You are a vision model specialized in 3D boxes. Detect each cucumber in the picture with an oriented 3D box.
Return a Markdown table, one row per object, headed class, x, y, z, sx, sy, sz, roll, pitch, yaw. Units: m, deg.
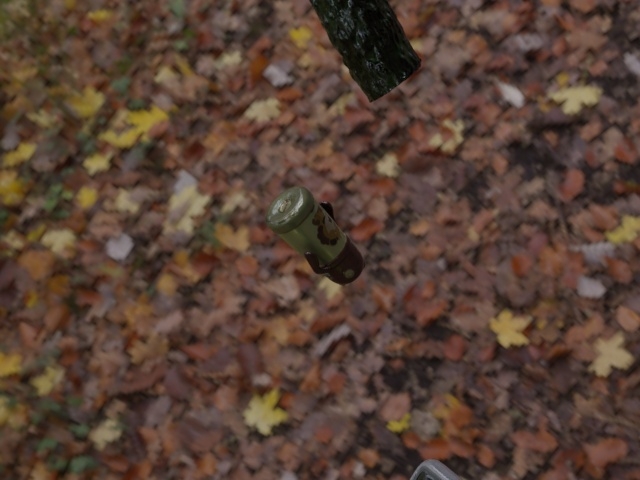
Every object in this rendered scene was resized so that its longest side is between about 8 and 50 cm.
| class | x | y | z | sx | sy | sz | roll | pitch | yaw |
| --- | --- | --- | --- | --- | --- | --- | --- | --- | --- |
| cucumber | -0.002 | -0.261 | 1.200 | 0.067 | 0.294 | 0.067 | -28 | 8 | 4 |

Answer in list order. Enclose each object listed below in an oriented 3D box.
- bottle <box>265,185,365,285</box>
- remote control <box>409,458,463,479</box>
| class | x | y | z | sx | sy | sz | roll | pitch | yaw |
| --- | --- | --- | --- | --- | --- | --- | --- | --- | --- |
| bottle | 0.001 | -0.001 | 1.197 | 0.047 | 0.101 | 0.063 | 4 | 56 | 54 |
| remote control | 0.106 | 0.200 | 0.779 | 0.067 | 0.029 | 0.261 | -62 | 29 | 3 |
